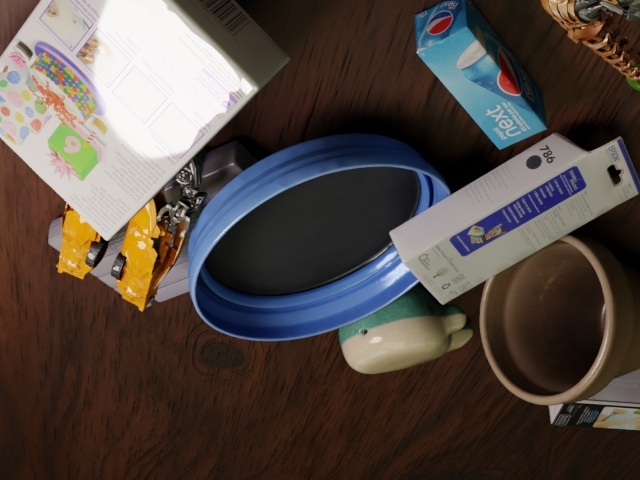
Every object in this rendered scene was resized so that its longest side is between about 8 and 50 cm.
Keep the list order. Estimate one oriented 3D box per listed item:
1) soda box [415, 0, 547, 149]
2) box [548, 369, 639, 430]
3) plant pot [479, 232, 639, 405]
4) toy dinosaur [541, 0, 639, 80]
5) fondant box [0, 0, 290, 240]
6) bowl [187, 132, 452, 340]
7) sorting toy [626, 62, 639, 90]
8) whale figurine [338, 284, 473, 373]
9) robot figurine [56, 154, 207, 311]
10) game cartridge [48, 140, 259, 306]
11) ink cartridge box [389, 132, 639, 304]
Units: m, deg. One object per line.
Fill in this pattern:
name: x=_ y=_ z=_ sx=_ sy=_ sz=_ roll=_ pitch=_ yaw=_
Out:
soda box: x=0.200 y=-0.205 z=1.265 sx=0.071 sy=0.067 sz=0.210 roll=-22 pitch=138 yaw=29
box: x=0.541 y=0.236 z=1.777 sx=0.289 sy=0.169 sz=0.087 roll=6 pitch=141 yaw=-4
plant pot: x=0.415 y=0.123 z=1.586 sx=0.229 sy=0.263 sz=0.263 roll=7 pitch=147 yaw=-36
toy dinosaur: x=0.306 y=-0.301 z=1.105 sx=0.218 sy=0.164 sz=0.322 roll=-3 pitch=165 yaw=31
fondant box: x=-0.230 y=-0.183 z=1.194 sx=0.238 sy=0.096 sz=0.330 roll=45 pitch=127 yaw=-8
bowl: x=0.000 y=0.000 z=1.449 sx=0.391 sy=0.077 sz=0.391 roll=-16 pitch=146 yaw=-11
sorting toy: x=0.421 y=-0.224 z=1.263 sx=0.061 sy=0.042 sz=0.102 roll=21 pitch=154 yaw=-1
whale figurine: x=0.144 y=0.137 z=1.708 sx=0.216 sy=0.141 sz=0.272 roll=-27 pitch=160 yaw=33
robot figurine: x=-0.263 y=-0.053 z=1.401 sx=0.211 sy=0.085 sz=0.291 roll=25 pitch=123 yaw=4
game cartridge: x=-0.205 y=-0.018 z=1.541 sx=0.355 sy=0.068 sz=0.230 roll=-20 pitch=135 yaw=26
ink cartridge box: x=0.274 y=-0.040 z=1.430 sx=0.332 sy=0.065 sz=0.165 roll=-29 pitch=145 yaw=11
